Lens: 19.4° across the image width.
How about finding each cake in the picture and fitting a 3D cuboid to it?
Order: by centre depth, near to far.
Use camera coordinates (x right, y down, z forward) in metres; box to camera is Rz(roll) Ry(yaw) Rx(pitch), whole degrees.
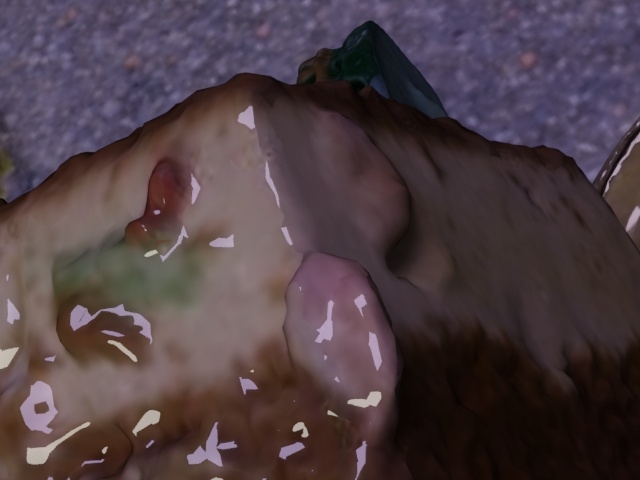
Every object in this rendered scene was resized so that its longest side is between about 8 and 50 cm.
[{"bbox_3d":[0.001,0.121,0.611,0.256,0.282,0.290,-23,75,28],"label":"cake"}]

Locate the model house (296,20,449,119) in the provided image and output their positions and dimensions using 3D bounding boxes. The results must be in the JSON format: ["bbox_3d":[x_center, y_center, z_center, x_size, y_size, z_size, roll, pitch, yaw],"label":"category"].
[{"bbox_3d":[0.000,0.000,0.841,0.149,0.119,0.148,-33,55,15],"label":"model house"}]

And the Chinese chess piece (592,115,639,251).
[{"bbox_3d":[0.218,0.028,0.726,0.250,0.103,0.249,-11,62,21],"label":"Chinese chess piece"}]
